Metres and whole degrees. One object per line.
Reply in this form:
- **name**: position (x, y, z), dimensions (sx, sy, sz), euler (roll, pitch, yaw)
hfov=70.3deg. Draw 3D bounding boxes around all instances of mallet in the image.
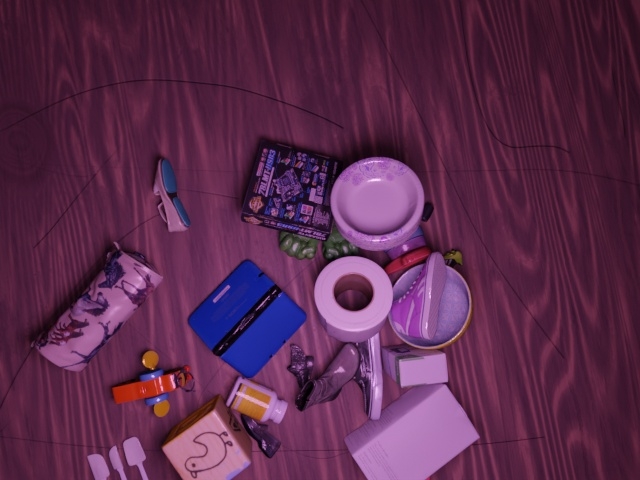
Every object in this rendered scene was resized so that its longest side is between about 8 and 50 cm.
- **mallet**: position (0.311, -0.127, 1.626), dimensions (0.189, 0.039, 0.062), euler (22, 80, -2)

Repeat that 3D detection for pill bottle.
- **pill bottle**: position (-0.204, 0.522, 1.471), dimensions (0.184, 0.103, 0.103), euler (26, 83, -5)

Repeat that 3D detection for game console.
- **game console**: position (-0.242, 0.263, 1.525), dimensions (0.293, 0.173, 0.250), euler (-46, 62, -9)

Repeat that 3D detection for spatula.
- **spatula**: position (-0.618, 0.765, 1.441), dimensions (0.168, 0.019, 0.242), euler (-21, 89, -10)

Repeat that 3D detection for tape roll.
- **tape roll**: position (0.105, 0.193, 1.466), dimensions (0.246, 0.169, 0.246), euler (-1, 65, 2)

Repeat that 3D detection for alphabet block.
- **alphabet block**: position (-0.341, 0.630, 1.401), dimensions (0.192, 0.193, 0.197), euler (-35, 91, -10)

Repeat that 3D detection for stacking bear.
- **stacking bear**: position (0.252, -0.052, 1.554), dimensions (0.164, 0.175, 0.289), euler (-16, 77, -35)

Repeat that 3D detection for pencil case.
- **pencil case**: position (-0.687, 0.211, 1.402), dimensions (0.183, 0.160, 0.410), euler (39, 81, 6)

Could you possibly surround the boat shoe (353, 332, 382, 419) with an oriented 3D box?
- **boat shoe**: position (0.143, 0.427, 1.532), dimensions (0.119, 0.121, 0.335), euler (-3, 75, -1)

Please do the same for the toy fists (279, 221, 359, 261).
- **toy fists**: position (0.000, 0.000, 1.543), dimensions (0.279, 0.096, 0.142), euler (4, 86, -9)

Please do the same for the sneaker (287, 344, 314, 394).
- **sneaker**: position (-0.074, 0.441, 1.524), dimensions (0.089, 0.051, 0.170), euler (11, 80, -6)

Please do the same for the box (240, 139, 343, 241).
- **box**: position (-0.088, -0.168, 1.508), dimensions (0.293, 0.073, 0.296), euler (12, 63, -4)

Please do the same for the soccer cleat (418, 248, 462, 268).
- **soccer cleat**: position (0.427, 0.092, 1.614), dimensions (0.178, 0.060, 0.072), euler (-21, 101, -9)

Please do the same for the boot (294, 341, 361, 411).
- **boot**: position (0.025, 0.441, 1.442), dimensions (0.083, 0.161, 0.247), euler (40, 113, 33)

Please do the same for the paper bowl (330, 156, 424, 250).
- **paper bowl**: position (0.178, -0.105, 1.422), dimensions (0.284, 0.148, 0.284), euler (-3, 69, 7)

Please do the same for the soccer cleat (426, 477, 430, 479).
- **soccer cleat**: position (0.278, 0.868, 1.526), dimensions (0.095, 0.083, 0.248), euler (36, 85, 1)

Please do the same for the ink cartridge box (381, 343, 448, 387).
- **ink cartridge box**: position (0.302, 0.403, 1.493), dimensions (0.154, 0.212, 0.093), euler (-5, 87, -8)

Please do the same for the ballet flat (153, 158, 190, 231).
- **ballet flat**: position (-0.507, -0.143, 1.497), dimensions (0.086, 0.086, 0.249), euler (-18, 89, -9)

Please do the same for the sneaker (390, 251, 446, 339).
- **sneaker**: position (0.303, 0.166, 1.460), dimensions (0.102, 0.161, 0.282), euler (33, 67, -44)

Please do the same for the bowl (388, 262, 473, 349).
- **bowl**: position (0.388, 0.236, 1.530), dimensions (0.156, 0.289, 0.290), euler (35, 79, -47)

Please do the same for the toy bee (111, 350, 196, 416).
- **toy bee**: position (-0.488, 0.456, 1.432), dimensions (0.298, 0.162, 0.195), euler (7, 93, 18)

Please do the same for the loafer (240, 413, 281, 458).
- **loafer**: position (-0.197, 0.629, 1.494), dimensions (0.061, 0.062, 0.170), euler (-37, 95, -31)

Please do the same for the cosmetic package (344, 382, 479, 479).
- **cosmetic package**: position (0.298, 0.654, 1.506), dimensions (0.385, 0.156, 0.217), euler (-31, 91, -10)
